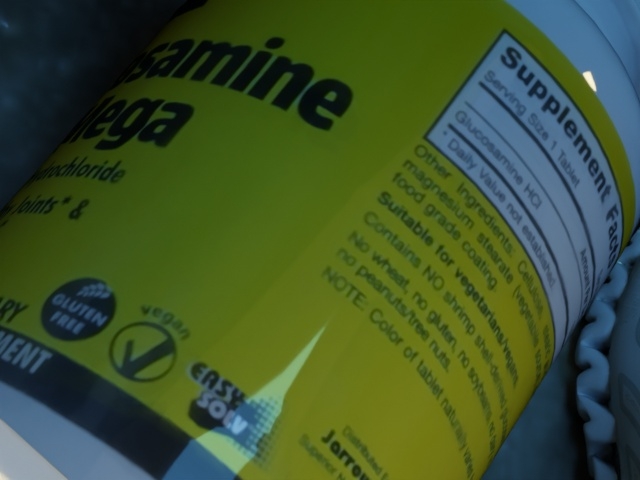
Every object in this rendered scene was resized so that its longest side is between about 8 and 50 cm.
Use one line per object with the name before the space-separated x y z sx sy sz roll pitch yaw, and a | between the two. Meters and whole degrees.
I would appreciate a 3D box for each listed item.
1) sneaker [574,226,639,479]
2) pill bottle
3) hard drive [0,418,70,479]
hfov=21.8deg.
sneaker | 0.171 0.110 0.734 0.110 0.118 0.292 25 68 -25
pill bottle | 0.000 0.000 0.601 0.188 0.188 0.334 46 61 -17
hard drive | -0.198 0.075 0.445 0.353 0.233 0.047 45 33 -18
